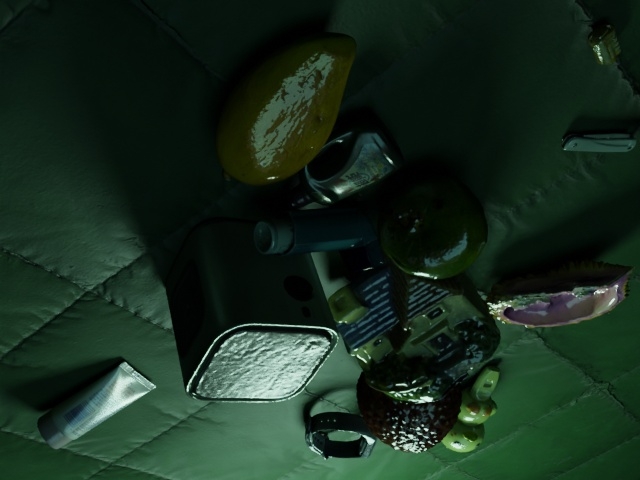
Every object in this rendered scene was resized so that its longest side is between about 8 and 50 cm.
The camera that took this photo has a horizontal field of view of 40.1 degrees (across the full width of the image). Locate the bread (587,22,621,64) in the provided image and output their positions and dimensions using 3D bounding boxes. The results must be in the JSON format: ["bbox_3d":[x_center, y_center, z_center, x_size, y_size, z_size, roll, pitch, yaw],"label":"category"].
[{"bbox_3d":[0.486,-0.336,1.500,0.049,0.033,0.088,-43,141,8],"label":"bread"}]

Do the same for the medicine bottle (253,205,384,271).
[{"bbox_3d":[0.000,0.000,1.610,0.258,0.124,0.079,-3,176,-39],"label":"medicine bottle"}]

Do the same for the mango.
[{"bbox_3d":[-0.057,-0.202,1.379,0.176,0.119,0.317,21,123,-30],"label":"mango"}]

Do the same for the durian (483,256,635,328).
[{"bbox_3d":[0.537,0.119,2.016,0.341,0.112,0.191,-13,151,7],"label":"durian"}]

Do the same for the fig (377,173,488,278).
[{"bbox_3d":[0.226,-0.035,1.683,0.203,0.203,0.235,-35,178,20],"label":"fig"}]

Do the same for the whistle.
[{"bbox_3d":[0.407,0.469,2.358,0.141,0.141,0.294,3,136,-25],"label":"whistle"}]

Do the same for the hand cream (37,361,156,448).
[{"bbox_3d":[-0.497,0.356,1.922,0.248,0.083,0.133,-32,142,0],"label":"hand cream"}]

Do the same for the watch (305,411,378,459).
[{"bbox_3d":[0.049,0.512,2.292,0.193,0.068,0.206,9,145,-5],"label":"watch"}]

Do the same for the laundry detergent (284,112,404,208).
[{"bbox_3d":[0.026,-0.127,1.537,0.222,0.078,0.144,-28,139,15],"label":"laundry detergent"}]

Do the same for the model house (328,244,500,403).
[{"bbox_3d":[0.172,0.155,1.791,0.321,0.261,0.266,-35,137,11],"label":"model house"}]

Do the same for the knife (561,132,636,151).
[{"bbox_3d":[0.543,-0.192,1.702,0.162,0.023,0.044,-1,141,-21],"label":"knife"}]

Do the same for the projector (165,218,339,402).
[{"bbox_3d":[-0.136,0.136,1.649,0.249,0.249,0.248,6,135,-29],"label":"projector"}]

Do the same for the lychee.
[{"bbox_3d":[0.213,0.377,2.091,0.261,0.260,0.260,-11,141,-9],"label":"lychee"}]
